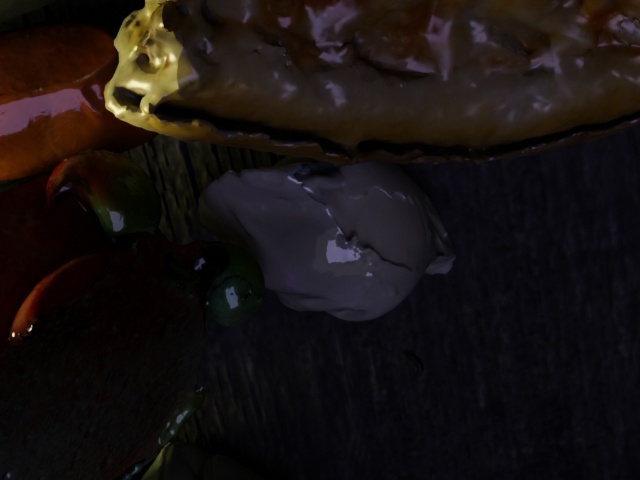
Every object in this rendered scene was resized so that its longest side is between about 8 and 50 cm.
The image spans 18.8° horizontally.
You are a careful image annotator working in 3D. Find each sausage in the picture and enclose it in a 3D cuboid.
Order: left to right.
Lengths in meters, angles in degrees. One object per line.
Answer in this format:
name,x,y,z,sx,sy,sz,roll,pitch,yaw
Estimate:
sausage,-0.170,-0.080,1.120,0.179,0.089,0.089,-13,125,-9

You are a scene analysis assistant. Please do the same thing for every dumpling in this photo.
dumpling,0.000,0.000,1.206,0.127,0.108,0.188,-26,148,35

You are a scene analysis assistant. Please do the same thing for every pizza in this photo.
pizza,0.142,-0.162,1.091,0.392,0.080,0.435,25,123,-42

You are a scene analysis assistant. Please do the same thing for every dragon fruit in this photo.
dragon fruit,-0.172,0.066,1.115,0.295,0.130,0.268,-28,144,-33

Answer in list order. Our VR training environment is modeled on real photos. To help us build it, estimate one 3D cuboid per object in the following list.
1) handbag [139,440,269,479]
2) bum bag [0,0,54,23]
handbag,-0.028,0.253,1.271,0.219,0.256,0.079,26,116,-18
bum bag,-0.147,-0.192,1.061,0.326,0.079,0.142,-17,118,4
